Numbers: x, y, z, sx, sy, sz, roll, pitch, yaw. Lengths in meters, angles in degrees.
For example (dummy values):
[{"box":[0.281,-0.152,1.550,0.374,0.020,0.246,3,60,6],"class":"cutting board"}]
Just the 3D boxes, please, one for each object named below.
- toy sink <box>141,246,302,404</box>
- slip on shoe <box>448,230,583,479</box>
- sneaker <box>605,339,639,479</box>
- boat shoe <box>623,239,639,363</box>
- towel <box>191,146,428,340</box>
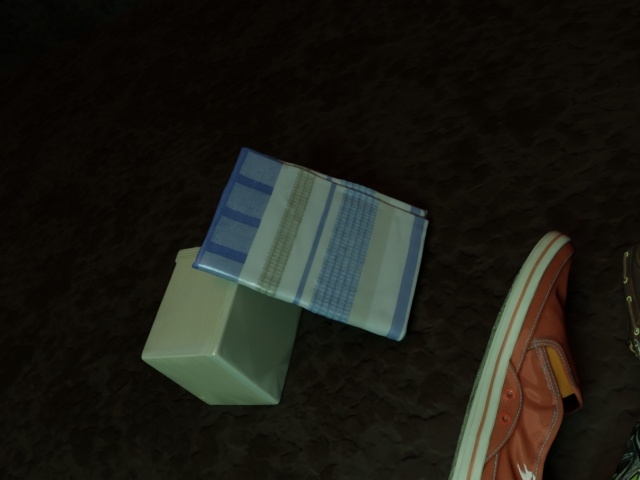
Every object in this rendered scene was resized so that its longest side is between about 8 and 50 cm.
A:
[{"box":[-0.122,0.089,0.844,0.131,0.152,0.234,-8,52,28],"class":"toy sink"},{"box":[0.217,0.138,0.626,0.101,0.123,0.331,17,62,15],"class":"slip on shoe"},{"box":[0.245,0.229,0.478,0.146,0.134,0.343,5,69,40],"class":"sneaker"},{"box":[0.346,0.089,0.608,0.073,0.073,0.206,-38,36,59],"class":"boat shoe"},{"box":[0.000,0.000,0.803,0.285,0.034,0.209,20,58,-6],"class":"towel"}]
